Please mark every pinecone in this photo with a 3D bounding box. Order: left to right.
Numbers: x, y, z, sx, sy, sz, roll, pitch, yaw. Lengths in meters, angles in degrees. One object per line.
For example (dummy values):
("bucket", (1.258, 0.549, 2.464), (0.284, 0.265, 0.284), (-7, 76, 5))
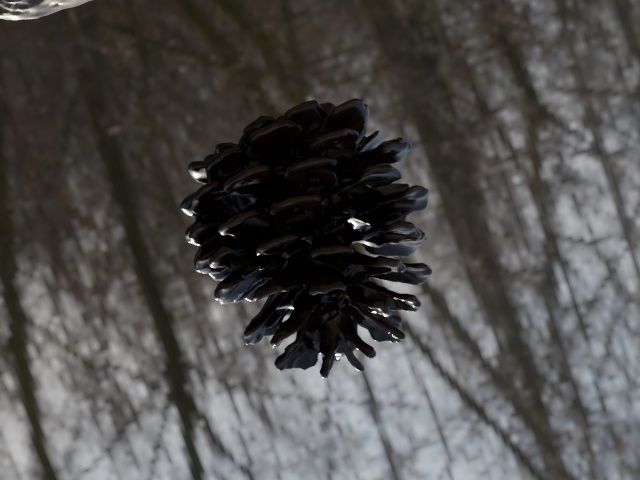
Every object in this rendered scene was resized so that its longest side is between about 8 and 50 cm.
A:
("pinecone", (-0.002, 0.007, 1.159), (0.163, 0.165, 0.163), (-14, 161, -5))

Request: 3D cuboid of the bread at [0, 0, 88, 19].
("bread", (-0.185, -0.248, 1.087), (0.230, 0.230, 0.123), (-27, -176, -28))
